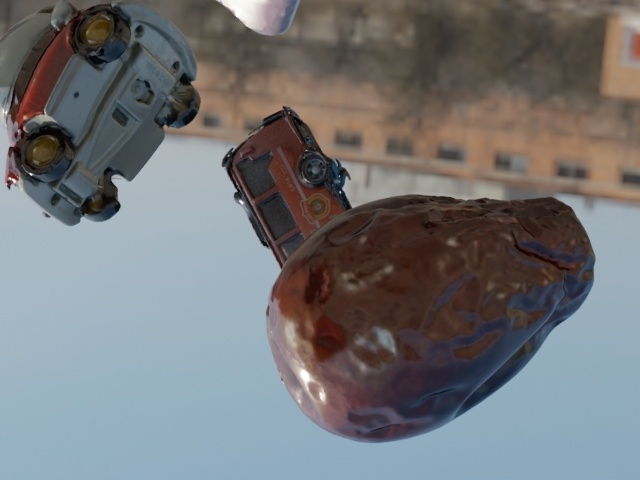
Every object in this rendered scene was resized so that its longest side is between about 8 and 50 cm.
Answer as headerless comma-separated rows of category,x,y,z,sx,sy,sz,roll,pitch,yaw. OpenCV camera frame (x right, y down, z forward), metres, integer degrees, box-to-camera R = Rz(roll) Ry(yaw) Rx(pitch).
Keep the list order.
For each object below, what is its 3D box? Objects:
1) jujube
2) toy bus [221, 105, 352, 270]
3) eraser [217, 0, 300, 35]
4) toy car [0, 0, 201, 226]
jujube,0.079,0.042,1.272,0.236,0.168,0.168,-20,-166,-15
toy bus,0.000,0.000,1.637,0.096,0.235,0.073,-31,167,7
eraser,-0.049,-0.307,0.904,0.122,0.272,0.359,-40,168,-30
toy car,-0.157,-0.089,1.153,0.112,0.139,0.112,27,170,32
